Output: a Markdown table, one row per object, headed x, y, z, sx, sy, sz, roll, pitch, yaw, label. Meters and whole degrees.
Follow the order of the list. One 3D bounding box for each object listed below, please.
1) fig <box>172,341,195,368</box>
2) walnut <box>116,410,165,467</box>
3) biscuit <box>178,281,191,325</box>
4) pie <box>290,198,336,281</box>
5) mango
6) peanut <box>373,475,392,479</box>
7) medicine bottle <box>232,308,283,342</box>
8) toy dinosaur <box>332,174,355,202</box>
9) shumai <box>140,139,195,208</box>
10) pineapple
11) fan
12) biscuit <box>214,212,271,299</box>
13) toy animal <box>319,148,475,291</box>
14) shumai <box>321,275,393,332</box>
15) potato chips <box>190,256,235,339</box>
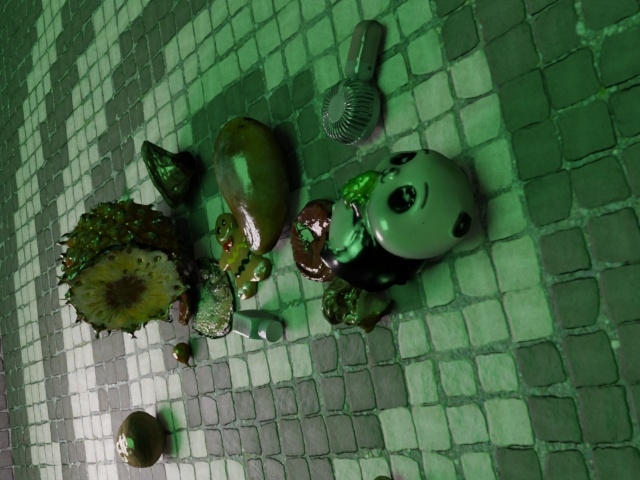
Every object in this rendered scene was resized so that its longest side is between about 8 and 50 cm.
| x | y | z | sx | sy | sz | roll | pitch | yaw | label |
| --- | --- | --- | --- | --- | --- | --- | --- | --- | --- |
| -0.374 | 0.320 | 1.834 | 0.083 | 0.050 | 0.050 | 52 | 129 | 9 | fig |
| -0.521 | 0.579 | 1.932 | 0.162 | 0.140 | 0.140 | 55 | 130 | 13 | walnut |
| -0.370 | 0.169 | 1.823 | 0.119 | 0.019 | 0.129 | 136 | 132 | -57 | biscuit |
| 0.000 | 0.000 | 1.404 | 0.182 | 0.050 | 0.182 | 4 | 95 | 53 | pie |
| -0.154 | -0.123 | 1.505 | 0.193 | 0.146 | 0.316 | -5 | 93 | 56 | mango |
| 0.103 | 0.573 | 1.254 | 0.137 | 0.122 | 0.253 | -7 | 81 | 39 | peanut |
| -0.143 | 0.198 | 1.547 | 0.118 | 0.074 | 0.054 | 11 | 98 | 46 | medicine bottle |
| 0.059 | -0.097 | 1.350 | 0.083 | 0.031 | 0.047 | -49 | 56 | 36 | toy dinosaur |
| -0.397 | -0.195 | 1.789 | 0.120 | 0.201 | 0.201 | -27 | 64 | 0 | shumai |
| -0.528 | 0.062 | 1.772 | 0.300 | 0.353 | 0.352 | 53 | 129 | 55 | pineapple |
| 0.073 | -0.309 | 1.306 | 0.130 | 0.074 | 0.244 | 26 | 105 | 56 | fan |
| -0.207 | 0.028 | 1.647 | 0.158 | 0.035 | 0.240 | -55 | 53 | 30 | biscuit |
| 0.128 | -0.040 | 1.144 | 0.266 | 0.213 | 0.212 | -49 | 56 | 41 | toy animal |
| 0.076 | 0.114 | 1.285 | 0.116 | 0.145 | 0.145 | 19 | 106 | 21 | shumai |
| -0.288 | 0.150 | 1.747 | 0.202 | 0.029 | 0.219 | -16 | 82 | 46 | potato chips |
